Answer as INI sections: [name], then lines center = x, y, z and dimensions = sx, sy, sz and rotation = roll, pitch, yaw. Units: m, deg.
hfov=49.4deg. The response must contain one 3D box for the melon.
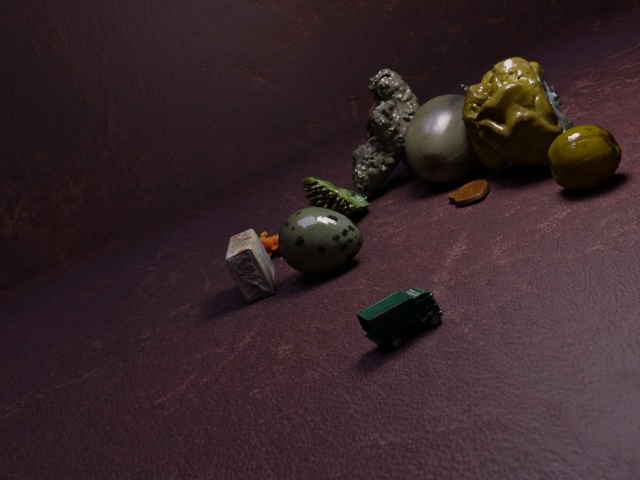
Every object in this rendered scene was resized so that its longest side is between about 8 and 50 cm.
[melon]
center = 0.385, -0.311, 2.136
dimensions = 0.308, 0.272, 0.271
rotation = -24, 13, -37

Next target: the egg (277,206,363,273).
[egg]
center = 0.000, 0.000, 1.821
dimensions = 0.228, 0.177, 0.177
rotation = -1, 22, 15

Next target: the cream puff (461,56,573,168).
[cream puff]
center = 0.521, -0.316, 1.902
dimensions = 0.269, 0.323, 0.274
rotation = -30, 2, 29

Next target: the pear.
[pear]
center = 0.617, -0.195, 1.634
dimensions = 0.162, 0.149, 0.149
rotation = -25, 15, 21

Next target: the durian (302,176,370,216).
[durian]
center = 0.047, -0.152, 2.287
dimensions = 0.198, 0.163, 0.394
rotation = -19, 10, 5

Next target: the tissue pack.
[tissue pack]
center = -0.192, 0.067, 1.913
dimensions = 0.092, 0.148, 0.196
rotation = -25, 16, 3

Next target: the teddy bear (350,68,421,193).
[teddy bear]
center = 0.199, -0.327, 2.317
dimensions = 0.367, 0.224, 0.357
rotation = -50, -22, -10

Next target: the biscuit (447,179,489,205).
[biscuit]
center = 0.410, -0.129, 1.934
dimensions = 0.118, 0.023, 0.140
rotation = -13, 20, 34

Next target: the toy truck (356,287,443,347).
[toy truck]
center = 0.153, 0.144, 1.317
dimensions = 0.147, 0.079, 0.065
rotation = -25, 16, -15

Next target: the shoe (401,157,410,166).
[shoe]
center = 0.424, -0.371, 2.418
dimensions = 0.336, 0.171, 0.132
rotation = -17, 17, 19

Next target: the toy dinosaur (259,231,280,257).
[toy dinosaur]
center = -0.130, 0.007, 2.172
dimensions = 0.288, 0.070, 0.117
rotation = -18, 27, 32
